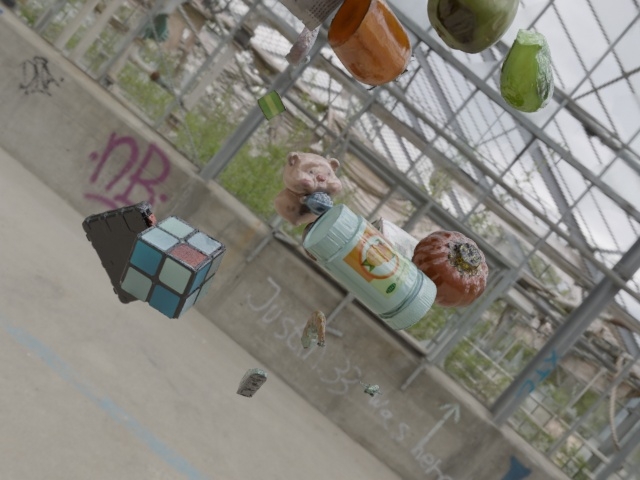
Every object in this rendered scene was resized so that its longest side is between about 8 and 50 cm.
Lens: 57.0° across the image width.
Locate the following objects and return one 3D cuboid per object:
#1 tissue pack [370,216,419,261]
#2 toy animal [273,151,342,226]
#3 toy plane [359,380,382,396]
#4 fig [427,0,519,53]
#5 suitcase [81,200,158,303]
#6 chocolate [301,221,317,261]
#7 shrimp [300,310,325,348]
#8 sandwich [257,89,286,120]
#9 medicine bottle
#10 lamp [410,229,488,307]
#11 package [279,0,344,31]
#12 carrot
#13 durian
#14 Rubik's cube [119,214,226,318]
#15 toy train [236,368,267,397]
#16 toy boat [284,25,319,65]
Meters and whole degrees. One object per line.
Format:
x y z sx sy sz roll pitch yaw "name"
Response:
0.260 0.072 1.945 0.271 0.124 0.201 33 38 -29 "tissue pack"
-0.048 -0.174 2.043 0.210 0.221 0.230 -3 74 -36 "toy animal"
0.152 0.441 1.739 0.080 0.033 0.083 20 -5 31 "toy plane"
0.444 -0.673 1.677 0.239 0.271 0.239 48 3 -3 "fig"
-0.537 0.038 1.702 0.066 0.206 0.286 -81 155 -63 "suitcase"
0.000 0.000 1.905 0.127 0.124 0.133 0 -72 44 "chocolate"
-0.014 0.298 1.799 0.049 0.161 0.166 12 24 -17 "shrimp"
-0.157 -0.440 1.897 0.074 0.074 0.116 61 5 -18 "sandwich"
0.117 0.062 1.420 0.318 0.158 0.158 41 3 -16 "medicine bottle"
0.354 0.078 1.620 0.223 0.223 0.196 40 -38 -4 "lamp"
0.012 -0.695 1.561 0.062 0.251 0.204 44 13 30 "package"
0.145 -0.544 1.665 0.214 0.193 0.331 -9 -26 36 "carrot"
0.464 -0.357 1.298 0.101 0.139 0.250 37 -4 37 "durian"
-0.374 0.066 1.508 0.183 0.167 0.180 30 26 7 "Rubik's cube"
-0.189 0.391 1.669 0.052 0.051 0.234 19 -33 -9 "toy train"
-0.055 -0.739 2.230 0.085 0.155 0.227 34 48 -14 "toy boat"
